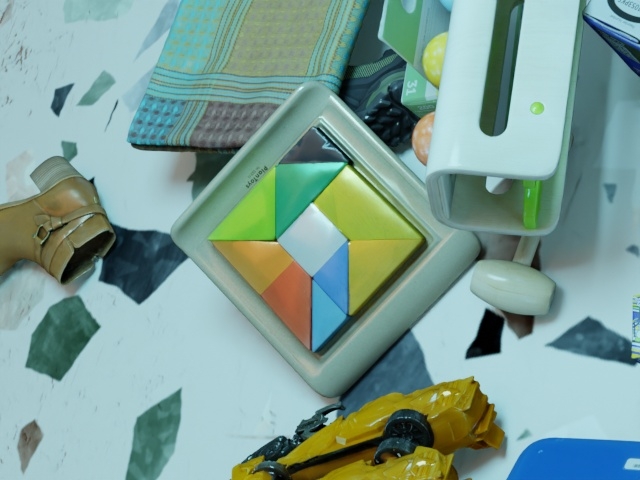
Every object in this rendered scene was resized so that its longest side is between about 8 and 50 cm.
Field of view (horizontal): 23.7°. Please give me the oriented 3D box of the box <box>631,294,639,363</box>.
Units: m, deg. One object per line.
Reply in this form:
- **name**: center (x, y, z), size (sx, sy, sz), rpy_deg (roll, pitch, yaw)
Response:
- **box**: center (0.341, 0.068, 1.239), size (0.169, 0.054, 0.059), rpy_deg (-10, 64, 35)

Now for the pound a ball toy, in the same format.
- **pound a ball toy**: center (0.158, -0.116, 1.365), size (0.136, 0.208, 0.319), rpy_deg (6, 68, 12)

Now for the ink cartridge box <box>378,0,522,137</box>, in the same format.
- **ink cartridge box**: center (0.109, -0.207, 1.435), size (0.056, 0.235, 0.171), rpy_deg (-6, 66, 37)

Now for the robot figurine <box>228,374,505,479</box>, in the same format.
- **robot figurine**: center (0.017, 0.227, 1.375), size (0.291, 0.085, 0.211), rpy_deg (-25, 21, 31)

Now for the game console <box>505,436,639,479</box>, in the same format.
- **game console**: center (0.269, 0.304, 1.206), size (0.293, 0.173, 0.250), rpy_deg (-2, 38, 38)

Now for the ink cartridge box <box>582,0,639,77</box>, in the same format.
- **ink cartridge box**: center (0.408, -0.222, 1.255), size (0.270, 0.151, 0.395), rpy_deg (38, 94, 44)

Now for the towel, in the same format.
- **towel**: center (-0.053, -0.261, 1.633), size (0.271, 0.040, 0.370), rpy_deg (4, 67, 40)

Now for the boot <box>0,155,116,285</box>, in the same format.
- **boot**: center (-0.335, 0.009, 1.813), size (0.197, 0.073, 0.152), rpy_deg (-50, 51, 13)

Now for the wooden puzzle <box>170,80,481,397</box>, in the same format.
- **wooden puzzle**: center (0.000, 0.000, 1.474), size (0.239, 0.044, 0.221), rpy_deg (45, 102, 8)

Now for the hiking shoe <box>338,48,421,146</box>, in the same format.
- **hiking shoe**: center (0.020, -0.123, 1.589), size (0.227, 0.086, 0.114), rpy_deg (-28, 38, 23)
